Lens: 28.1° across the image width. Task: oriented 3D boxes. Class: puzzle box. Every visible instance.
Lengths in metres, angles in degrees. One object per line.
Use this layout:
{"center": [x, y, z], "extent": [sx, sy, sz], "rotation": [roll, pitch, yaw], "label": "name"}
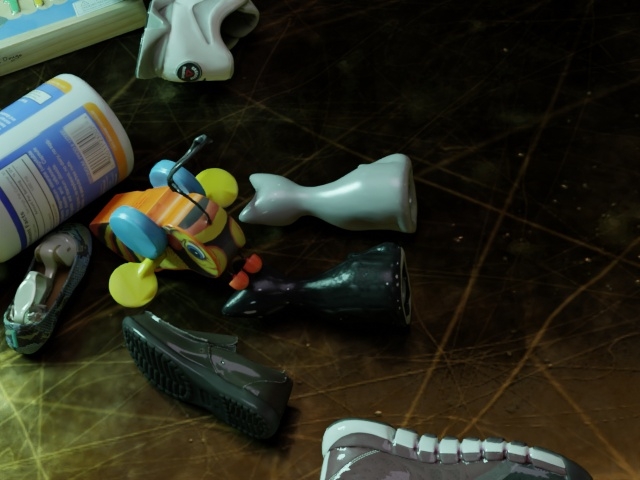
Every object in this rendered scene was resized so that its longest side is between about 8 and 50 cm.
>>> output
{"center": [-0.469, -0.344, 1.803], "extent": [0.409, 0.052, 0.272], "rotation": [-20, 54, -6], "label": "puzzle box"}

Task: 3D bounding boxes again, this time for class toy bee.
{"center": [-0.155, 0.002, 1.428], "extent": [0.195, 0.298, 0.162], "rotation": [-46, 103, -5], "label": "toy bee"}

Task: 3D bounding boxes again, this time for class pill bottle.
{"center": [-0.370, -0.069, 1.518], "extent": [0.272, 0.152, 0.152], "rotation": [-38, 58, -24], "label": "pill bottle"}

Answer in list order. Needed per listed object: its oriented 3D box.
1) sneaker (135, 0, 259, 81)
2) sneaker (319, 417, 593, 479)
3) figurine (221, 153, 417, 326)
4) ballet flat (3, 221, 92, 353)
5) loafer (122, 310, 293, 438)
{"center": [-0.154, -0.330, 1.725], "extent": [0.146, 0.122, 0.330], "rotation": [10, 54, -7], "label": "sneaker"}
{"center": [0.121, 0.278, 1.257], "extent": [0.281, 0.106, 0.162], "rotation": [5, 60, 24], "label": "sneaker"}
{"center": [0.000, 0.000, 1.475], "extent": [0.210, 0.092, 0.214], "rotation": [-2, 54, 12], "label": "figurine"}
{"center": [-0.319, 0.043, 1.499], "extent": [0.070, 0.070, 0.188], "rotation": [6, 56, 12], "label": "ballet flat"}
{"center": [-0.122, 0.138, 1.404], "extent": [0.220, 0.080, 0.078], "rotation": [30, 54, 20], "label": "loafer"}
